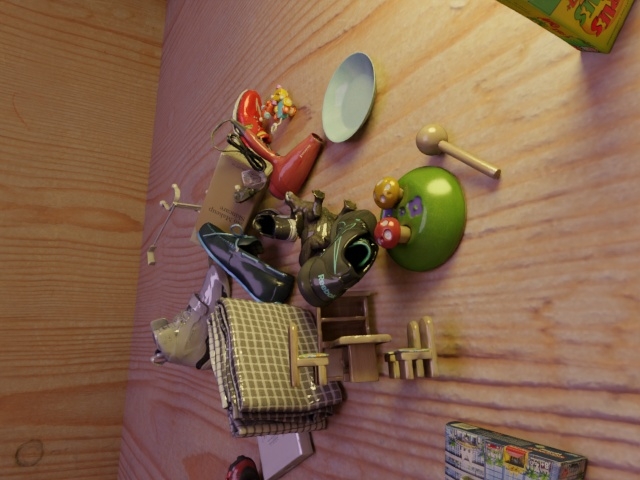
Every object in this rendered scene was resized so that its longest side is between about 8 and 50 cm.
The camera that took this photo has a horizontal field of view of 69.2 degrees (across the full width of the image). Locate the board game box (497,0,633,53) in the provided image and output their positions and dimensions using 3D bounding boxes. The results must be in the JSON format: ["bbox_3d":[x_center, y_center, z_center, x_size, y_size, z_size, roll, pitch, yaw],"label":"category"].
[{"bbox_3d":[0.281,-0.288,0.522,0.043,0.181,0.092,43,119,53],"label":"board game box"}]

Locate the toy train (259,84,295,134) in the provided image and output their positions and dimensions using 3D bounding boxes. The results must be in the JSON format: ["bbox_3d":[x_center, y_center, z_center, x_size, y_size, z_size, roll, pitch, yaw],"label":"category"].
[{"bbox_3d":[-0.119,-0.366,1.316,0.125,0.046,0.166,-59,35,26],"label":"toy train"}]

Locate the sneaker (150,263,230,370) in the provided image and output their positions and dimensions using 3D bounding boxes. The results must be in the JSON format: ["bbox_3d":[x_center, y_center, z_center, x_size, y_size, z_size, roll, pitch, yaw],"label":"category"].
[{"bbox_3d":[-0.428,0.251,1.516,0.137,0.210,0.365,23,102,57],"label":"sneaker"}]

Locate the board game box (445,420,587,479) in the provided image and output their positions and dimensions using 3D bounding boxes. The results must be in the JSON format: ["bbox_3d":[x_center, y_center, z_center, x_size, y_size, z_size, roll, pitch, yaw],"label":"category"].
[{"bbox_3d":[0.226,0.349,0.580,0.194,0.060,0.194,-12,72,57],"label":"board game box"}]

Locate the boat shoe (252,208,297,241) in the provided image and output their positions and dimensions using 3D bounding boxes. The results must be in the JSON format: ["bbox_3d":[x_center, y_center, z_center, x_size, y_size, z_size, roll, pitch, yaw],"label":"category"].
[{"bbox_3d":[-0.142,-0.042,1.250,0.228,0.076,0.080,28,107,57],"label":"boat shoe"}]

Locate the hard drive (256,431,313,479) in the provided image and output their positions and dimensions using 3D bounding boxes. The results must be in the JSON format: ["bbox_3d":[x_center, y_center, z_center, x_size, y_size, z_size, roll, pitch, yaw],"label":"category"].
[{"bbox_3d":[-0.113,0.396,1.135,0.203,0.040,0.307,-53,42,38],"label":"hard drive"}]

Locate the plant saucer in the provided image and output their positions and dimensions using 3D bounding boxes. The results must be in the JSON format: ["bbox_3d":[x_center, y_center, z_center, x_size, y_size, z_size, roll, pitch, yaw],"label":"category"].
[{"bbox_3d":[0.070,-0.305,1.007,0.195,0.037,0.194,-21,64,55],"label":"plant saucer"}]

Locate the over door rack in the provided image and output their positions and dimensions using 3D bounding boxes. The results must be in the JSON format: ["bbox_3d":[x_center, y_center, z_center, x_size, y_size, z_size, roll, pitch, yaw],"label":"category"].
[{"bbox_3d":[-0.424,-0.047,1.550,0.324,0.240,0.108,-56,42,34],"label":"over door rack"}]

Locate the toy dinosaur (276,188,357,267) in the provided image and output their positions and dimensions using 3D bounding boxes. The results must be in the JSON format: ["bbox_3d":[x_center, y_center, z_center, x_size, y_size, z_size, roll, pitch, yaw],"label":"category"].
[{"bbox_3d":[0.000,0.000,0.979,0.160,0.121,0.313,119,149,-43],"label":"toy dinosaur"}]

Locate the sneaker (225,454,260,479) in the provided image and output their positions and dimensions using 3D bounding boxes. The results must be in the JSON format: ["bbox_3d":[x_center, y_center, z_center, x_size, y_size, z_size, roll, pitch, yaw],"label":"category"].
[{"bbox_3d":[-0.172,0.670,1.113,0.135,0.098,0.276,-18,70,56],"label":"sneaker"}]

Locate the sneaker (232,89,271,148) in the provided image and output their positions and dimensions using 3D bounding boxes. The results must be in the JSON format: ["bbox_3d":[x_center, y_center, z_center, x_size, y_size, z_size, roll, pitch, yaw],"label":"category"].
[{"bbox_3d":[-0.198,-0.325,1.415,0.118,0.107,0.278,-1,85,40],"label":"sneaker"}]

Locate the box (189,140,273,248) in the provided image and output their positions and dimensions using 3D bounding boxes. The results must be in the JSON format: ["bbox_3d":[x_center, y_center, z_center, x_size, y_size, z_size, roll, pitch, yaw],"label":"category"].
[{"bbox_3d":[-0.256,-0.111,1.355,0.121,0.148,0.311,-72,7,-61],"label":"box"}]

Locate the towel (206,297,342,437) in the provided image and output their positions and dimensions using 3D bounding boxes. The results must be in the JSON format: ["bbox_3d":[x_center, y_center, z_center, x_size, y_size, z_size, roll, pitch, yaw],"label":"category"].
[{"bbox_3d":[-0.099,0.252,0.967,0.121,0.235,0.283,-54,41,29],"label":"towel"}]

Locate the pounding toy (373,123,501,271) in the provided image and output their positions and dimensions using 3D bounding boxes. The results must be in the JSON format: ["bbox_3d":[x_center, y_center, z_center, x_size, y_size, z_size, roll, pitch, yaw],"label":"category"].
[{"bbox_3d":[0.146,-0.064,0.759,0.236,0.110,0.183,-64,36,27],"label":"pounding toy"}]

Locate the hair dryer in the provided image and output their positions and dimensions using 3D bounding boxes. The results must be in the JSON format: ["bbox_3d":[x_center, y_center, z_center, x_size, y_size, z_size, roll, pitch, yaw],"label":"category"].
[{"bbox_3d":[-0.129,-0.204,1.158,0.080,0.294,0.223,-65,-38,-59],"label":"hair dryer"}]

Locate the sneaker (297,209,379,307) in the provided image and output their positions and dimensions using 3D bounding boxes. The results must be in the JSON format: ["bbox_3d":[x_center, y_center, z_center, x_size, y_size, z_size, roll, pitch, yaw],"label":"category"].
[{"bbox_3d":[0.062,0.018,0.806,0.106,0.101,0.267,-29,16,37],"label":"sneaker"}]

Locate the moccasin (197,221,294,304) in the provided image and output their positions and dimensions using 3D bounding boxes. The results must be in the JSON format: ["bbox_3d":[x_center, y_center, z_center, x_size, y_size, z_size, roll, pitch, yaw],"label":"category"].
[{"bbox_3d":[-0.191,0.044,1.243,0.342,0.138,0.116,38,97,24],"label":"moccasin"}]

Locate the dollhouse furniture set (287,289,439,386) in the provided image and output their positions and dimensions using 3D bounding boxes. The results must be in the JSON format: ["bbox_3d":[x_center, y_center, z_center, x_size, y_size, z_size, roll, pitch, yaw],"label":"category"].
[{"bbox_3d":[0.051,0.151,0.773,0.242,0.212,0.161,109,158,-73],"label":"dollhouse furniture set"}]
